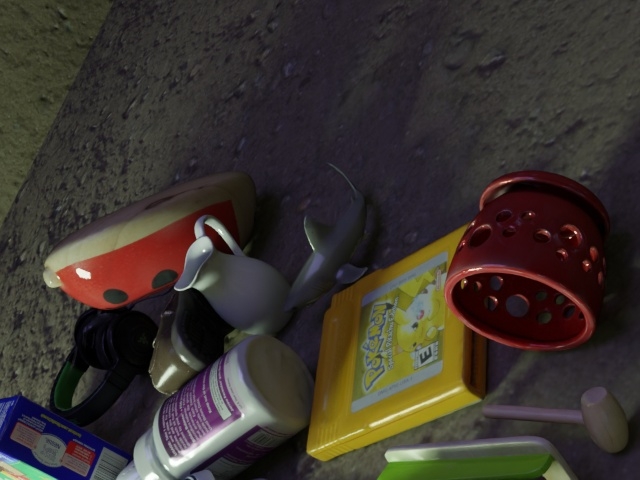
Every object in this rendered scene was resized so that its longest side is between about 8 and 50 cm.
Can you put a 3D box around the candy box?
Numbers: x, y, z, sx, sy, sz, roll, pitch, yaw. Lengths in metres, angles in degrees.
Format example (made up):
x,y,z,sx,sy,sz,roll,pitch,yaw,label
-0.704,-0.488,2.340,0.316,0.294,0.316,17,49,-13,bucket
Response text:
x,y,z,sx,sy,sz,roll,pitch,yaw,label
-0.564,0.422,2.149,0.317,0.268,0.122,-17,45,49,candy box

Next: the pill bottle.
x,y,z,sx,sy,sz,roll,pitch,yaw,label
-0.160,0.292,1.772,0.301,0.169,0.169,-38,34,29,pill bottle

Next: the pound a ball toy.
x,y,z,sx,sy,sz,roll,pitch,yaw,label
0.205,0.297,1.299,0.319,0.136,0.208,-17,23,49,pound a ball toy

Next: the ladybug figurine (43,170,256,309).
x,y,z,sx,sy,sz,roll,pitch,yaw,label
-0.310,0.009,2.121,0.449,0.162,0.305,-24,-2,-22,ladybug figurine

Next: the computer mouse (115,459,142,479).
x,y,z,sx,sy,sz,roll,pitch,yaw,label
-0.330,0.420,2.030,0.193,0.042,0.106,-53,31,8,computer mouse

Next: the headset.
x,y,z,sx,sy,sz,roll,pitch,yaw,label
-0.435,0.187,2.263,0.243,0.185,0.394,5,58,57,headset

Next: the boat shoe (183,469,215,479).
x,y,z,sx,sy,sz,roll,pitch,yaw,label
-0.235,0.435,1.714,0.301,0.102,0.108,-48,52,56,boat shoe

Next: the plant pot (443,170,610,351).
x,y,z,sx,sy,sz,roll,pitch,yaw,label
0.268,0.020,1.384,0.191,0.191,0.174,-15,43,50,plant pot

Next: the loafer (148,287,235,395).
x,y,z,sx,sy,sz,roll,pitch,yaw,label
-0.242,0.163,1.955,0.130,0.134,0.366,-42,7,11,loafer

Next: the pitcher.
x,y,z,sx,sy,sz,roll,pitch,yaw,label
-0.144,0.060,1.930,0.125,0.207,0.178,-32,37,37,pitcher

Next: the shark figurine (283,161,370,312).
x,y,z,sx,sy,sz,roll,pitch,yaw,label
0.019,-0.022,1.824,0.166,0.116,0.278,-19,39,52,shark figurine

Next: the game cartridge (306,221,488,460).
x,y,z,sx,sy,sz,roll,pitch,yaw,label
0.111,0.150,1.625,0.323,0.052,0.285,-29,40,39,game cartridge

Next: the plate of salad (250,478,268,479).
x,y,z,sx,sy,sz,roll,pitch,yaw,label
-0.130,0.456,1.693,0.200,0.048,0.200,-36,36,33,plate of salad
